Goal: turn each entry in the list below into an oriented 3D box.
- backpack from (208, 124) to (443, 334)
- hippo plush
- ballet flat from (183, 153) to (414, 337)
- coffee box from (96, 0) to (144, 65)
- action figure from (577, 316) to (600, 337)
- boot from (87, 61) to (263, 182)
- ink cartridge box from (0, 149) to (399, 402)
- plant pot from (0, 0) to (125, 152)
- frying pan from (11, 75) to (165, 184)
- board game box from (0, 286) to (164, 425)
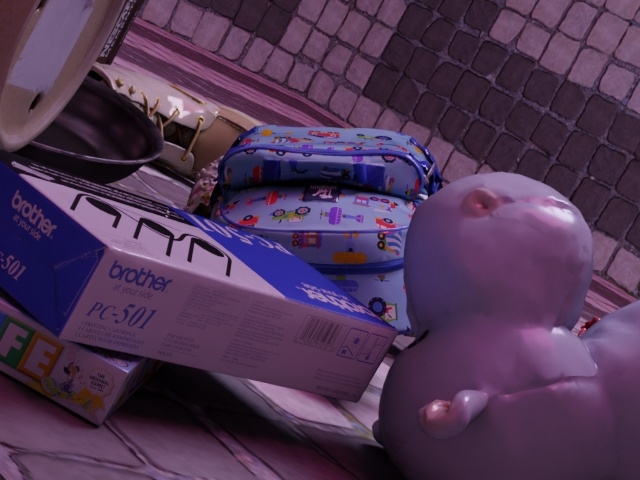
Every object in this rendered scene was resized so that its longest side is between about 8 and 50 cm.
[{"bbox_3d":[0.000,0.000,0.930,0.158,0.117,0.173,4,14,7],"label":"backpack"},{"bbox_3d":[0.147,0.082,0.807,0.236,0.294,0.234,3,-14,0],"label":"hippo plush"},{"bbox_3d":[0.001,0.018,1.119,0.241,0.091,0.077,26,37,15],"label":"ballet flat"},{"bbox_3d":[-0.334,-0.294,1.584,0.297,0.168,0.119,28,7,0],"label":"coffee box"},{"bbox_3d":[0.131,0.070,0.981,0.091,0.139,0.280,31,10,18],"label":"action figure"},{"bbox_3d":[-0.146,-0.101,1.323,0.213,0.077,0.165,25,6,13],"label":"boot"},{"bbox_3d":[-0.062,0.019,0.698,0.097,0.046,0.207,35,10,37],"label":"ink cartridge box"},{"bbox_3d":[-0.228,-0.157,0.676,0.274,0.256,0.256,29,7,4],"label":"plant pot"},{"bbox_3d":[-0.194,-0.066,0.985,0.197,0.053,0.326,20,19,-16],"label":"frying pan"},{"bbox_3d":[-0.121,0.032,0.686,0.103,0.026,0.154,28,7,1],"label":"board game box"}]
